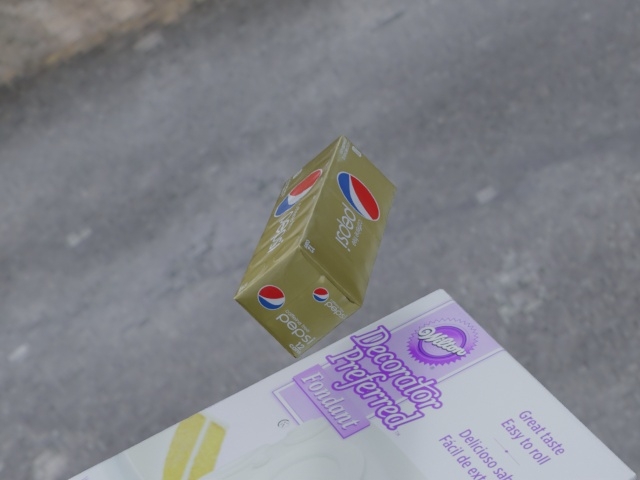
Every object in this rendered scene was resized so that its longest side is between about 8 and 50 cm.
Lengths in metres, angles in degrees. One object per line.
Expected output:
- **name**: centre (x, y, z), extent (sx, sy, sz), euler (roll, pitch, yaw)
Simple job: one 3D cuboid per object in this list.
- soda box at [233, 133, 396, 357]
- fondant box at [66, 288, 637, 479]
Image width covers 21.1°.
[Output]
- **soda box**: centre (0.000, 0.000, 1.135), extent (0.061, 0.058, 0.181), euler (-40, 14, 24)
- **fondant box**: centre (0.005, 0.190, 1.101), extent (0.330, 0.096, 0.238), euler (-26, 38, -15)
